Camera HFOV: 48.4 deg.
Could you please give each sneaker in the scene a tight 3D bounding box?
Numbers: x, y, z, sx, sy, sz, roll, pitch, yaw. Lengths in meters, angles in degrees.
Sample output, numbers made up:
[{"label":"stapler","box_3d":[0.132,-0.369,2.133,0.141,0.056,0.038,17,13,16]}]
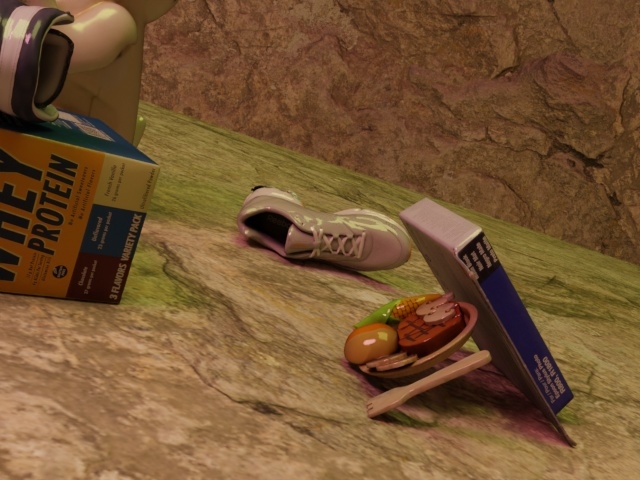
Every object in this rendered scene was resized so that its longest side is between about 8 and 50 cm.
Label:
[{"label":"sneaker","box_3d":[-0.096,-0.087,1.402,0.098,0.038,0.069,16,8,37]},{"label":"sneaker","box_3d":[0.000,0.000,1.030,0.263,0.099,0.121,13,18,6]},{"label":"sneaker","box_3d":[-0.292,-0.174,0.600,0.153,0.099,0.282,8,22,-23]}]

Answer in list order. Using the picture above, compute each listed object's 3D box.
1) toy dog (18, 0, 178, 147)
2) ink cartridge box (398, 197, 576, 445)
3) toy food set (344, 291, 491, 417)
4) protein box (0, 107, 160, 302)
[{"label":"toy dog","box_3d":[-0.300,-0.264,0.901,0.285,0.407,0.395,35,11,34]},{"label":"ink cartridge box","box_3d":[0.181,0.072,0.745,0.223,0.045,0.224,57,0,-19]},{"label":"toy food set","box_3d":[0.083,0.086,0.671,0.038,0.132,0.192,63,5,-11]},{"label":"protein box","box_3d":[-0.288,-0.052,0.646,0.201,0.135,0.200,11,14,-37]}]
